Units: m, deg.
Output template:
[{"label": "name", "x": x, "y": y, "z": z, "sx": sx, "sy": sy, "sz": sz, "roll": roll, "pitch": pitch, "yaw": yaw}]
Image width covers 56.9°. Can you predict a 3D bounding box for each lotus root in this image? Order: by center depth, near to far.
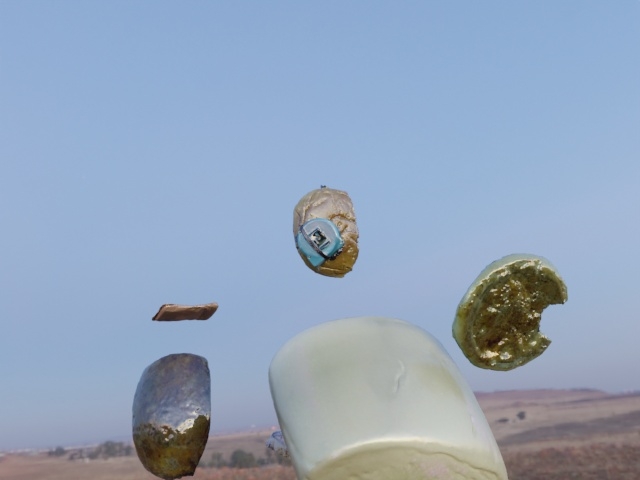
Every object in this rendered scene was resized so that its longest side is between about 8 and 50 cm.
[{"label": "lotus root", "x": -0.401, "y": 0.461, "z": 1.564, "sx": 0.210, "sy": 0.314, "sz": 0.142, "roll": -30, "pitch": -39, "yaw": 35}]

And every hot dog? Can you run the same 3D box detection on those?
[{"label": "hot dog", "x": -0.077, "y": 0.706, "z": 1.983, "sx": 0.252, "sy": 0.069, "sz": 0.131, "roll": 11, "pitch": 1, "yaw": 42}]

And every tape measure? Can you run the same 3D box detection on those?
[{"label": "tape measure", "x": 0.000, "y": 0.000, "z": 1.751, "sx": 0.125, "sy": 0.146, "sz": 0.081, "roll": -39, "pitch": -11, "yaw": 4}]

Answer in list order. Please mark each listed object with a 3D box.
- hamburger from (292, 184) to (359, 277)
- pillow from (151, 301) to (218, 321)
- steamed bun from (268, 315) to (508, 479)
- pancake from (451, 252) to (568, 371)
[{"label": "hamburger", "x": 0.001, "y": -0.036, "z": 1.881, "sx": 0.211, "sy": 0.309, "sz": 0.132, "roll": 3, "pitch": -10, "yaw": -31}, {"label": "pillow", "x": -0.450, "y": 0.241, "z": 1.976, "sx": 0.211, "sy": 0.034, "sz": 0.135, "roll": 3, "pitch": -34, "yaw": -34}, {"label": "steamed bun", "x": 0.146, "y": 0.344, "z": 1.115, "sx": 0.455, "sy": 0.371, "sz": 0.290, "roll": 28, "pitch": -69, "yaw": -32}, {"label": "pancake", "x": 0.364, "y": 0.141, "z": 1.129, "sx": 0.253, "sy": 0.254, "sz": 0.037, "roll": 1, "pitch": 17, "yaw": -20}]
